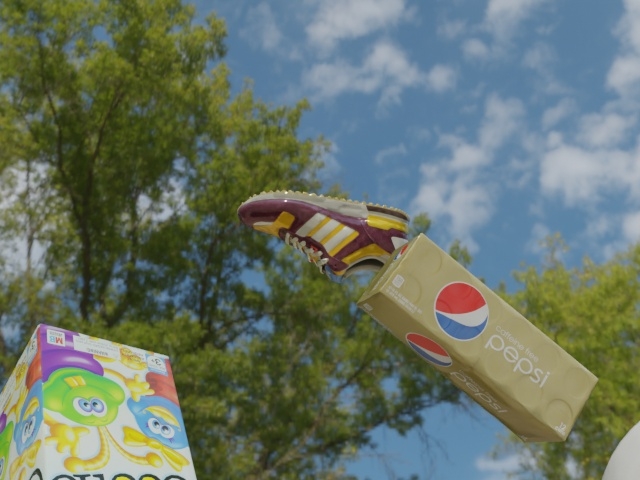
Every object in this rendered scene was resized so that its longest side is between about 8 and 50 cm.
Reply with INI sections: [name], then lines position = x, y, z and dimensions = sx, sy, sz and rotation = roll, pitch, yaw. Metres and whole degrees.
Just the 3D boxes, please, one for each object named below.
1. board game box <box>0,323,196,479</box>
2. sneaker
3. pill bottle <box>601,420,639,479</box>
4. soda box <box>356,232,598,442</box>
[board game box]
position = -0.205, 0.227, 0.733
dimensions = 0.144, 0.275, 0.142
rotation = 20, -65, -31
[sneaker]
position = 0.000, 0.000, 0.868
dimensions = 0.185, 0.084, 0.069
rotation = 6, -14, 6
[pill bottle]
position = 0.218, 0.232, 0.273
dimensions = 0.229, 0.408, 0.229
rotation = 3, -63, 6
[soda box]
position = 0.121, 0.079, 0.640
dimensions = 0.181, 0.061, 0.058
rotation = 39, -22, -4
